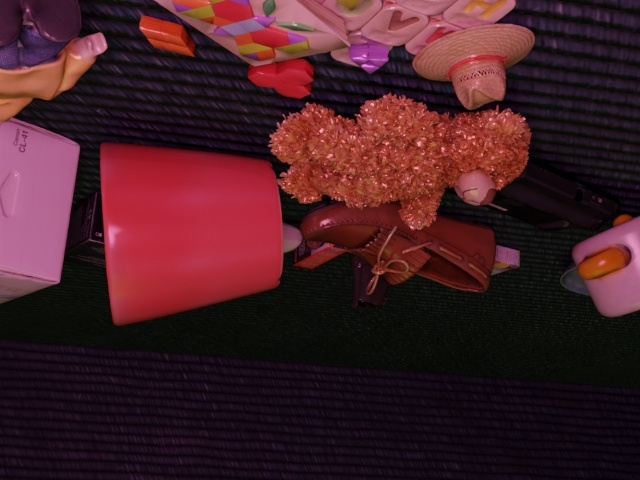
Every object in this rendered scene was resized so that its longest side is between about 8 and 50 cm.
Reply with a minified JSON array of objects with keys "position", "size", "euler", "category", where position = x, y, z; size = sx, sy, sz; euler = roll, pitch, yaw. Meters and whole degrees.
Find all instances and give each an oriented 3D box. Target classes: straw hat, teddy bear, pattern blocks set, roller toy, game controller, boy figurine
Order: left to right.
[{"position":[-0.317,-0.196,0.866],"size":[0.177,0.092,0.285],"euler":[-11,179,-24],"category":"boy figurine"},{"position":[-0.073,-0.227,0.834],"size":[0.325,0.026,0.285],"euler":[17,163,-37],"category":"pattern blocks set"},{"position":[0.099,-0.097,1.070],"size":[0.338,0.113,0.245],"euler":[10,141,-4],"category":"teddy bear"},{"position":[0.175,-0.177,0.907],"size":[0.145,0.061,0.144],"euler":[-8,169,-2],"category":"straw hat"},{"position":[0.314,-0.076,1.269],"size":[0.319,0.067,0.166],"euler":[17,171,-37],"category":"game controller"},{"position":[0.513,0.027,1.333],"size":[0.209,0.146,0.191],"euler":[-25,172,6],"category":"roller toy"}]

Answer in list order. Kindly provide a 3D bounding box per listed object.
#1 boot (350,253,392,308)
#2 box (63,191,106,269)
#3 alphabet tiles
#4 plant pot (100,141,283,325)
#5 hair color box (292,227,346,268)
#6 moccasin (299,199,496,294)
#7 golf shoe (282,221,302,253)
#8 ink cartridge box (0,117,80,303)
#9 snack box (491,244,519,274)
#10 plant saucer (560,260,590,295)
[{"position":[0.134,0.080,1.614],"size":[0.198,0.137,0.077],"euler":[12,160,-29],"category":"boot"},{"position":[-0.370,-0.008,1.485],"size":[0.156,0.093,0.158],"euler":[16,156,-36],"category":"box"},{"position":[0.044,-0.250,0.815],"size":[0.284,0.021,0.278],"euler":[12,159,-26],"category":"alphabet tiles"},{"position":[-0.189,-0.016,1.212],"size":[0.243,0.274,0.275],"euler":[-3,163,-11],"category":"plant pot"},{"position":[0.000,0.000,1.495],"size":[0.043,0.071,0.141],"euler":[12,159,-26],"category":"hair color box"},{"position":[0.137,0.018,1.410],"size":[0.380,0.146,0.139],"euler":[15,158,-34],"category":"moccasin"},{"position":[-0.115,-0.018,1.461],"size":[0.186,0.067,0.086],"euler":[10,159,-20],"category":"golf shoe"},{"position":[-0.502,-0.025,1.241],"size":[0.131,0.226,0.306],"euler":[19,156,-41],"category":"ink cartridge box"},{"position":[0.310,0.043,1.637],"size":[0.100,0.037,0.141],"euler":[14,159,-29],"category":"snack box"},{"position":[0.637,0.056,1.629],"size":[0.318,0.043,0.317],"euler":[2,162,1],"category":"plant saucer"}]
